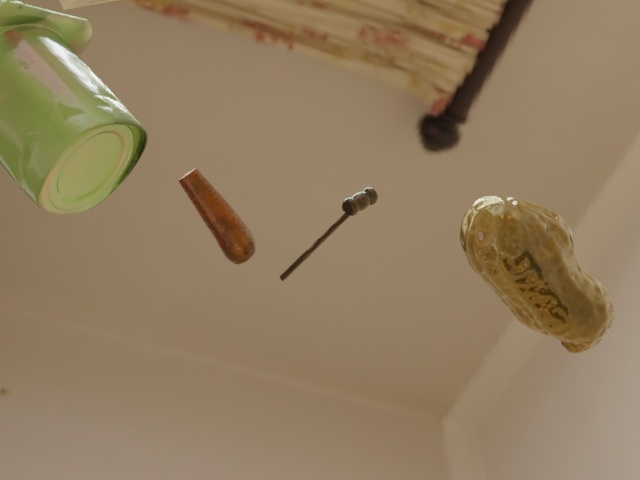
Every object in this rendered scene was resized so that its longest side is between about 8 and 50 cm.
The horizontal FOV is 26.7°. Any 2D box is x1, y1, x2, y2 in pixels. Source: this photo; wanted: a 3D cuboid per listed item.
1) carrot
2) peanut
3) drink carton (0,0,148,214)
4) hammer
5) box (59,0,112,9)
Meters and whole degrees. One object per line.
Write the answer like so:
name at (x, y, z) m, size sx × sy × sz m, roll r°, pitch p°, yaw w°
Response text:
carrot at (-0.088, -0.020, 1.162) m, size 0.032 × 0.093 × 0.032 m, roll -32°, pitch -167°, yaw 8°
peanut at (0.200, 0.029, 1.236) m, size 0.083 × 0.194 × 0.093 m, roll -13°, pitch -137°, yaw 49°
drink carton at (-0.241, -0.106, 1.188) m, size 0.144 × 0.142 × 0.146 m, roll -49°, pitch 160°, yaw 19°
hammer at (0.000, 0.000, 2.130) m, size 0.029 × 0.058 × 0.292 m, roll 56°, pitch -39°, yaw 8°
box at (-0.255, -0.443, 1.978) m, size 0.194 × 0.260 × 0.111 m, roll -31°, pitch -94°, yaw 42°
